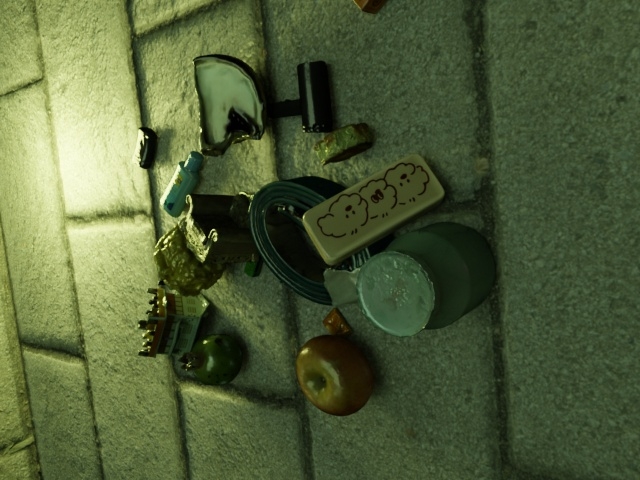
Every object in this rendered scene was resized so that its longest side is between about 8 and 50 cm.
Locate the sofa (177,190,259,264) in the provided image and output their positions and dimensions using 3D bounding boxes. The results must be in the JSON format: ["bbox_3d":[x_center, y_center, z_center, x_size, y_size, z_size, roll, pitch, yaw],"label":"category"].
[{"bbox_3d":[-0.298,-0.058,1.751,0.258,0.200,0.182,47,128,42],"label":"sofa"}]

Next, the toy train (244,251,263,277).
[{"bbox_3d":[-0.199,0.020,1.820,0.044,0.042,0.209,32,117,29],"label":"toy train"}]

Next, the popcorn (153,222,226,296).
[{"bbox_3d":[-0.437,0.069,1.886,0.249,0.249,0.225,47,113,22],"label":"popcorn"}]

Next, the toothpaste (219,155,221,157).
[{"bbox_3d":[-0.354,-0.384,1.871,0.062,0.037,0.216,12,110,36],"label":"toothpaste"}]

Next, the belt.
[{"bbox_3d":[-0.001,-0.001,1.578,0.437,0.173,0.300,38,121,26],"label":"belt"}]

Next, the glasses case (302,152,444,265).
[{"bbox_3d":[0.130,-0.077,1.391,0.337,0.076,0.144,-30,77,-7],"label":"glasses case"}]

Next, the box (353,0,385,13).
[{"bbox_3d":[0.153,-0.726,1.384,0.274,0.076,0.174,-46,69,34],"label":"box"}]

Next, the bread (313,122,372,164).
[{"bbox_3d":[0.060,-0.257,1.510,0.140,0.128,0.069,-24,88,39],"label":"bread"}]

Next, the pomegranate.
[{"bbox_3d":[-0.376,0.405,1.915,0.187,0.225,0.186,-6,80,38],"label":"pomegranate"}]

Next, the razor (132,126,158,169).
[{"bbox_3d":[-0.653,-0.346,2.100,0.090,0.054,0.147,33,116,29],"label":"razor"}]

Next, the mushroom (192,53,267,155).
[{"bbox_3d":[-0.258,-0.401,1.727,0.218,0.212,0.291,-2,85,8],"label":"mushroom"}]

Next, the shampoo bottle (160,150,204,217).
[{"bbox_3d":[-0.484,-0.204,1.990,0.104,0.061,0.258,50,124,21],"label":"shampoo bottle"}]

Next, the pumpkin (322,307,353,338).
[{"bbox_3d":[0.048,0.260,1.676,0.101,0.035,0.073,50,127,18],"label":"pumpkin"}]

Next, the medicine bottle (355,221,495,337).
[{"bbox_3d":[0.243,0.092,1.327,0.245,0.290,0.244,8,104,37],"label":"medicine bottle"}]

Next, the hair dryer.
[{"bbox_3d":[-0.074,-0.394,1.625,0.251,0.089,0.197,1,99,44],"label":"hair dryer"}]

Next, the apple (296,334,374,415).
[{"bbox_3d":[0.046,0.377,1.609,0.210,0.173,0.234,-27,84,42],"label":"apple"}]

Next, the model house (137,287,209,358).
[{"bbox_3d":[-0.529,0.297,2.023,0.224,0.215,0.198,-68,27,24],"label":"model house"}]
